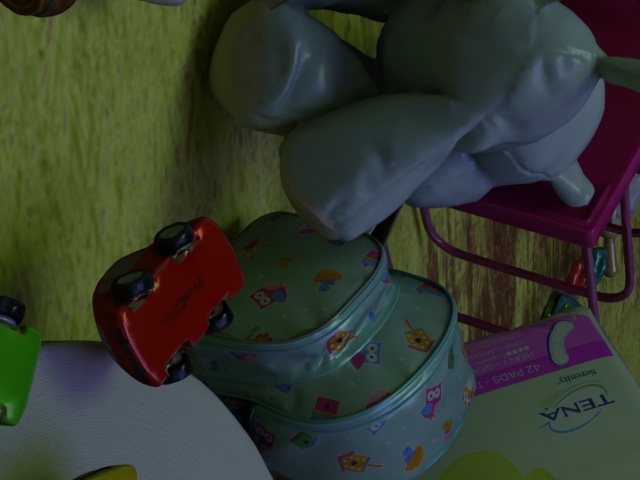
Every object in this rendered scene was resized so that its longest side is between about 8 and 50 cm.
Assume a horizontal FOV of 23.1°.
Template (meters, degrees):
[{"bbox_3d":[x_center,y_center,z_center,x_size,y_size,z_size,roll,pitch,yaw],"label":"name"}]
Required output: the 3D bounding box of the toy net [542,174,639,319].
[{"bbox_3d":[0.280,0.008,1.639,0.122,0.045,0.232,39,68,-58],"label":"toy net"}]

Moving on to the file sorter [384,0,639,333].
[{"bbox_3d":[0.188,-0.078,1.254,0.291,0.202,0.182,-55,149,-30],"label":"file sorter"}]

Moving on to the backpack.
[{"bbox_3d":[0.000,0.075,1.011,0.166,0.188,0.144,-47,142,-39],"label":"backpack"}]

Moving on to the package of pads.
[{"bbox_3d":[0.104,0.187,1.072,0.296,0.229,0.101,-17,139,-11],"label":"package of pads"}]

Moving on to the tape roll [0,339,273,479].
[{"bbox_3d":[-0.149,0.244,0.834,0.392,0.072,0.392,4,84,-53],"label":"tape roll"}]

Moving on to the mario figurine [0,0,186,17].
[{"bbox_3d":[-0.029,-0.226,0.796,0.320,0.198,0.170,-45,119,-35],"label":"mario figurine"}]

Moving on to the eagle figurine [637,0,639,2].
[{"bbox_3d":[0.247,-0.353,1.211,0.298,0.226,0.225,-57,-171,3],"label":"eagle figurine"}]

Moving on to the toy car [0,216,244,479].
[{"bbox_3d":[-0.141,0.070,0.757,0.225,0.053,0.239,33,60,-46],"label":"toy car"}]

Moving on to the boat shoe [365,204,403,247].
[{"bbox_3d":[0.023,0.026,1.140,0.056,0.048,0.153,14,93,-62],"label":"boat shoe"}]

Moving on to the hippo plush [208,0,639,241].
[{"bbox_3d":[0.094,-0.130,1.019,0.236,0.294,0.234,8,66,-71],"label":"hippo plush"}]
